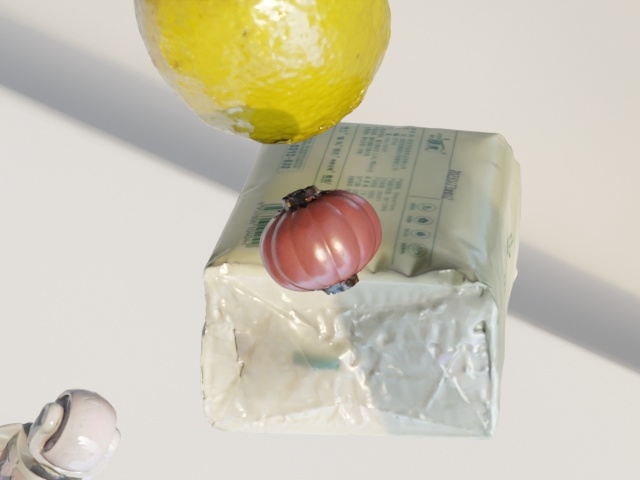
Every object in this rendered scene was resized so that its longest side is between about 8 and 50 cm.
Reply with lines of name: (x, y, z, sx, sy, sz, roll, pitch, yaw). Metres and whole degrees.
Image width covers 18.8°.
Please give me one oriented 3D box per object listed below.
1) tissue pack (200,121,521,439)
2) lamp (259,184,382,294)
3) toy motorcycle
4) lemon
tissue pack: (0.053, 0.033, 1.977, 0.380, 0.297, 0.207, -67, 158, -63)
lamp: (0.000, 0.000, 1.633, 0.107, 0.092, 0.107, -26, -171, 4)
toy motorcycle: (-0.261, 0.224, 1.721, 0.254, 0.112, 0.112, -43, -157, 40)
lemon: (-0.054, -0.225, 1.912, 0.320, 0.245, 0.245, 60, 37, -45)
